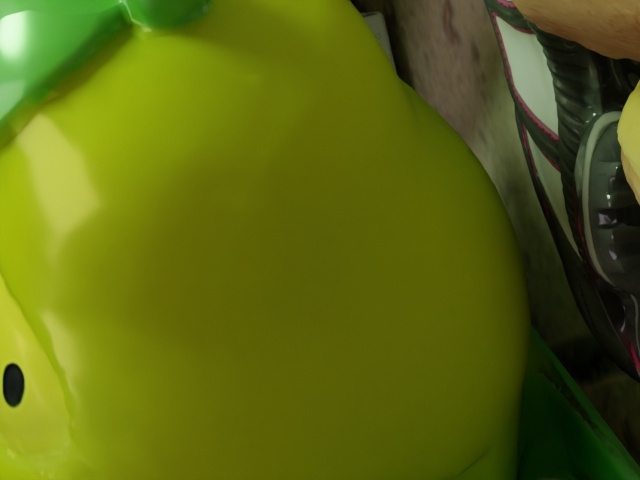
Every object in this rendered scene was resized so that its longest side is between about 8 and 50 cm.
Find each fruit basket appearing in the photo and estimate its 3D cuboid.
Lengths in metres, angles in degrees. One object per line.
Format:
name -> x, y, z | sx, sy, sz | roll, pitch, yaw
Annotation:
fruit basket -> -0.024, 0.079, 0.614 | 0.392, 0.283, 0.392 | 43, -169, -11

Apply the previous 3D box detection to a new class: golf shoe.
golf shoe -> 0.081, -0.079, 0.563 | 0.120, 0.105, 0.273 | -171, 68, -77

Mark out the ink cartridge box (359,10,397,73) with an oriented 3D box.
ink cartridge box -> 0.000, 0.000, 0.932 | 0.206, 0.045, 0.208 | -172, 70, -71

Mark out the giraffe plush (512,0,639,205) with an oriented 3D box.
giraffe plush -> 0.153, -0.083, 0.315 | 0.170, 0.181, 0.210 | 4, 73, 60
